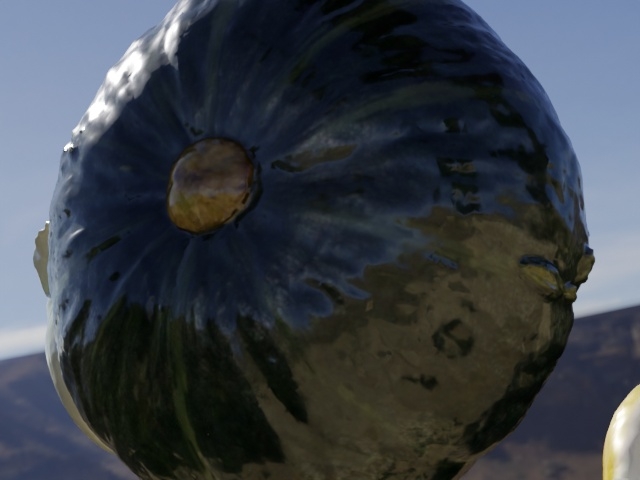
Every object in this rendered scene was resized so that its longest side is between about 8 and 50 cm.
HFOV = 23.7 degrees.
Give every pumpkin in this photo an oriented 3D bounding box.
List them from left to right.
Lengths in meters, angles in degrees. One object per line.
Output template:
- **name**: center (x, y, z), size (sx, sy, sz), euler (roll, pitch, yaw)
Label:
- **pumpkin**: center (-0.003, -0.001, 0.554), size (0.212, 0.211, 0.152), euler (-15, -15, 24)

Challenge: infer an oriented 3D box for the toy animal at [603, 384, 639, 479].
- **toy animal**: center (0.231, 0.127, 0.666), size (0.247, 0.310, 0.183), euler (10, -9, 36)

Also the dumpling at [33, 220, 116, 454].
- **dumpling**: center (-0.105, 0.073, 1.027), size (0.151, 0.229, 0.124), euler (-29, 9, 36)
